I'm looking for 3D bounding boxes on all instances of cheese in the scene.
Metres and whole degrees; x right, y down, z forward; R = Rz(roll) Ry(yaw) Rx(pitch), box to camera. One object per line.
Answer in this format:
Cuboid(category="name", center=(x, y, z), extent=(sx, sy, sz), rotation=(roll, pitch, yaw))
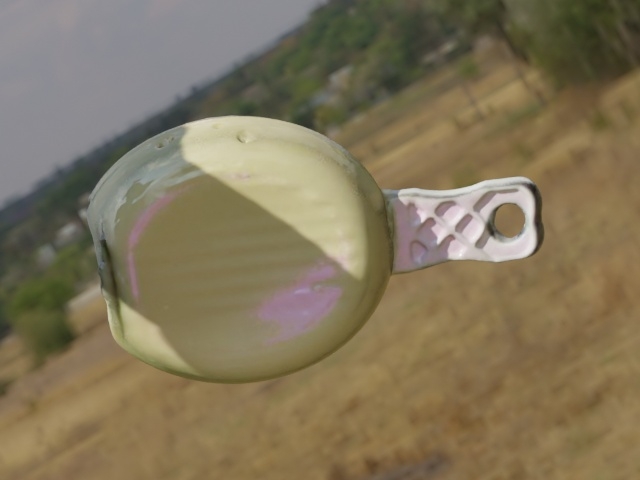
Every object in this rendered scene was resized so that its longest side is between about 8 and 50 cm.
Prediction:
Cuboid(category="cheese", center=(0.000, 0.000, 0.987), extent=(0.227, 0.137, 0.064), rotation=(-7, 17, -2))
